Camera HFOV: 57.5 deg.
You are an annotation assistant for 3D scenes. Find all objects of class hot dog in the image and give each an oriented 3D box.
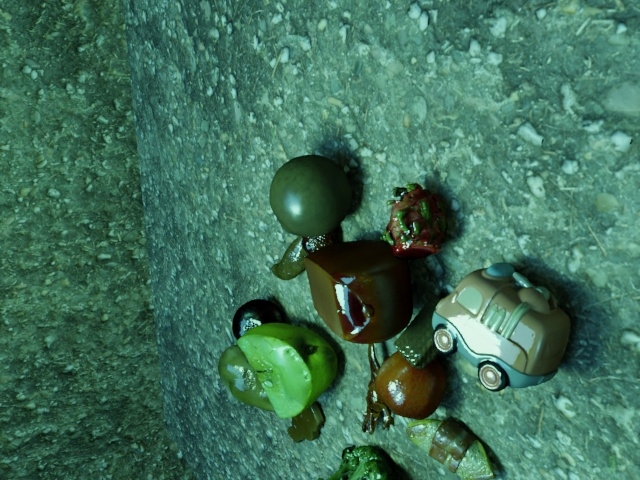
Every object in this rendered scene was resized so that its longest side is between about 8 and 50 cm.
[{"bbox_3d":[0.359,0.557,1.582,0.262,0.093,0.123,33,123,26],"label":"hot dog"}]

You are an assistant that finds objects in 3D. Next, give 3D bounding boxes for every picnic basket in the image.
[{"bbox_3d":[0.275,0.235,1.504,0.193,0.055,0.110,-53,50,9],"label":"picnic basket"}]

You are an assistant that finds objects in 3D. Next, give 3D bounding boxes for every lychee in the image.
[{"bbox_3d":[0.002,0.001,1.844,0.123,0.123,0.129,57,131,24],"label":"lychee"}]

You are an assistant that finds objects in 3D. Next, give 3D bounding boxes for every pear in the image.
[{"bbox_3d":[-0.078,0.423,2.052,0.318,0.239,0.342,-23,97,43],"label":"pear"}]

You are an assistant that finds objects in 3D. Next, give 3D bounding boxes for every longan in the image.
[{"bbox_3d":[-0.033,-0.127,1.715,0.258,0.258,0.257,29,127,48],"label":"longan"}]

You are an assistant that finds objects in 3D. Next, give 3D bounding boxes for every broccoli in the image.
[{"bbox_3d":[0.127,0.836,1.884,0.304,0.284,0.320,161,110,-68],"label":"broccoli"}]

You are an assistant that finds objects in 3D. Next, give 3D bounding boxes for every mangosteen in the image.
[{"bbox_3d":[-0.239,0.338,2.295,0.216,0.216,0.216,29,127,48],"label":"mangosteen"}]

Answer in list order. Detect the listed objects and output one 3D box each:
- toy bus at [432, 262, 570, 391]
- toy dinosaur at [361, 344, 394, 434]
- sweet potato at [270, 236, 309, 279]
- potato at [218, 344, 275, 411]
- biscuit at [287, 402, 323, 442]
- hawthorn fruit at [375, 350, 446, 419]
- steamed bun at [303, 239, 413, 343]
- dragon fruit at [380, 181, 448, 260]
[{"bbox_3d":[0.397,0.176,1.272,0.288,0.194,0.232,41,127,41],"label":"toy bus"},{"bbox_3d":[0.196,0.455,1.783,0.208,0.097,0.431,42,133,53],"label":"toy dinosaur"},{"bbox_3d":[-0.092,0.067,2.037,0.341,0.092,0.114,-50,45,52],"label":"sweet potato"},{"bbox_3d":[-0.287,0.588,2.477,0.351,0.203,0.218,38,123,24],"label":"potato"},{"bbox_3d":[-0.069,0.721,2.337,0.183,0.047,0.319,52,142,33],"label":"biscuit"},{"bbox_3d":[0.261,0.372,1.594,0.196,0.197,0.225,41,107,40],"label":"hawthorn fruit"},{"bbox_3d":[0.121,0.126,1.589,0.379,0.248,0.234,-153,51,-72],"label":"steamed bun"},{"bbox_3d":[0.230,-0.049,1.447,0.160,0.167,0.171,55,-143,-63],"label":"dragon fruit"}]
